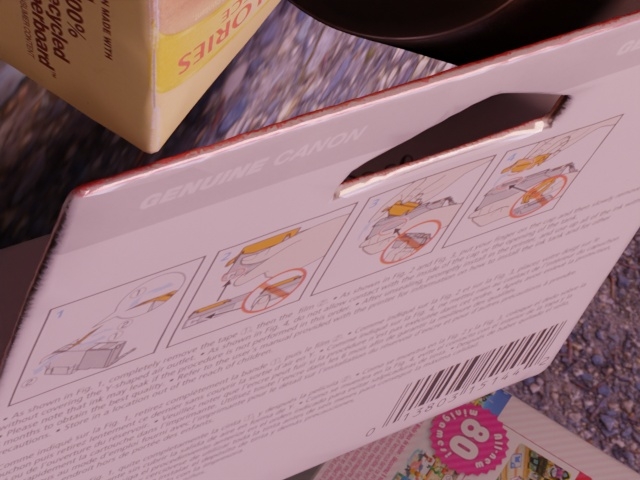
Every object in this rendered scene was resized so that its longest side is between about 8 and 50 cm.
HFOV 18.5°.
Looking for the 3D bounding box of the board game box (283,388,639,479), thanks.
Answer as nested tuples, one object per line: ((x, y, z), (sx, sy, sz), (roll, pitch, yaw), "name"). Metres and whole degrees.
((0.005, 0.152, 0.834), (0.224, 0.303, 0.097), (-52, 168, -30), "board game box")

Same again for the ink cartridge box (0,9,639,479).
((0.000, 0.000, 0.665), (0.296, 0.066, 0.261), (-19, 153, -32), "ink cartridge box")

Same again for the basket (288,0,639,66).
((0.065, -0.141, 0.710), (0.227, 0.154, 0.204), (-24, 134, -65), "basket")

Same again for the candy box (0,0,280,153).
((0.018, -0.194, 0.486), (0.316, 0.088, 0.183), (-53, 169, -24), "candy box")
